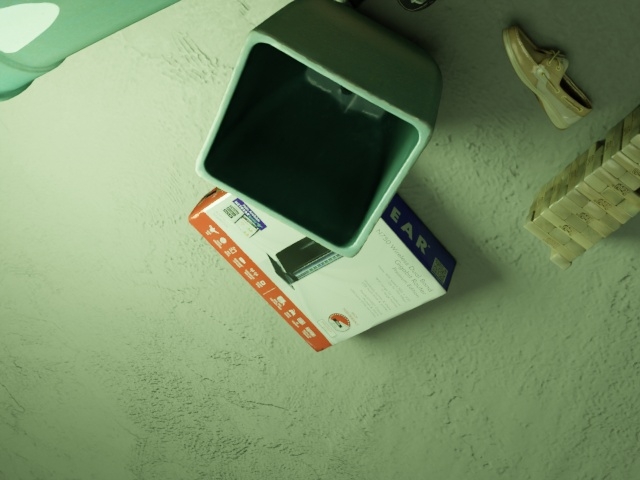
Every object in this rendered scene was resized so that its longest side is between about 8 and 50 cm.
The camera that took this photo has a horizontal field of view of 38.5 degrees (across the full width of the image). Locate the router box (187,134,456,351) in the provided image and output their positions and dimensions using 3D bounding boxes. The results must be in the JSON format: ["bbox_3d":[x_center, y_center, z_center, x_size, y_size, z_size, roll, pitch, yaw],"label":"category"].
[{"bbox_3d":[0.000,0.000,1.499,0.301,0.082,0.335,-30,111,38],"label":"router box"}]

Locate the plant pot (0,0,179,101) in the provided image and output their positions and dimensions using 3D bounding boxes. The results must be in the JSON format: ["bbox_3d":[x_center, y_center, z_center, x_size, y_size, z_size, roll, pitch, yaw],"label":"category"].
[{"bbox_3d":[-0.347,-0.391,1.192,0.334,0.341,0.341,-14,120,21],"label":"plant pot"}]

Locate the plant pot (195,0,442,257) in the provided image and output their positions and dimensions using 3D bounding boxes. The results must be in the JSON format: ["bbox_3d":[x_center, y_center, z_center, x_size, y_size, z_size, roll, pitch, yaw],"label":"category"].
[{"bbox_3d":[0.018,-0.183,1.231,0.247,0.252,0.248,29,132,-2],"label":"plant pot"}]

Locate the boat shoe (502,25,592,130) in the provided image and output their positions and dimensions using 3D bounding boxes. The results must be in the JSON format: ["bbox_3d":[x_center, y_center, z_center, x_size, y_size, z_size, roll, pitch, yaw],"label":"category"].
[{"bbox_3d":[0.302,-0.223,1.211,0.059,0.063,0.170,-25,123,33],"label":"boat shoe"}]

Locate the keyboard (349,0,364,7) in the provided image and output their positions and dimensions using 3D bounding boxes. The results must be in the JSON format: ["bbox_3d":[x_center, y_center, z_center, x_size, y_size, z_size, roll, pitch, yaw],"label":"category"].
[{"bbox_3d":[0.009,-0.393,1.217,0.180,0.023,0.108,48,140,-16],"label":"keyboard"}]

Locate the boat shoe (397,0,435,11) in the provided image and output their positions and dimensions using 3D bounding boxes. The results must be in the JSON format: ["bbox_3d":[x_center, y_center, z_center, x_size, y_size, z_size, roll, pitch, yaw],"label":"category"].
[{"bbox_3d":[0.123,-0.331,1.136,0.075,0.065,0.206,37,165,-2],"label":"boat shoe"}]

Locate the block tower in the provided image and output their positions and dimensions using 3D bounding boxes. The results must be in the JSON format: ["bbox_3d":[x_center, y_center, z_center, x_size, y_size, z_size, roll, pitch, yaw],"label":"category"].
[{"bbox_3d":[0.416,-0.099,1.240,0.097,0.091,0.335,36,131,-7],"label":"block tower"}]
